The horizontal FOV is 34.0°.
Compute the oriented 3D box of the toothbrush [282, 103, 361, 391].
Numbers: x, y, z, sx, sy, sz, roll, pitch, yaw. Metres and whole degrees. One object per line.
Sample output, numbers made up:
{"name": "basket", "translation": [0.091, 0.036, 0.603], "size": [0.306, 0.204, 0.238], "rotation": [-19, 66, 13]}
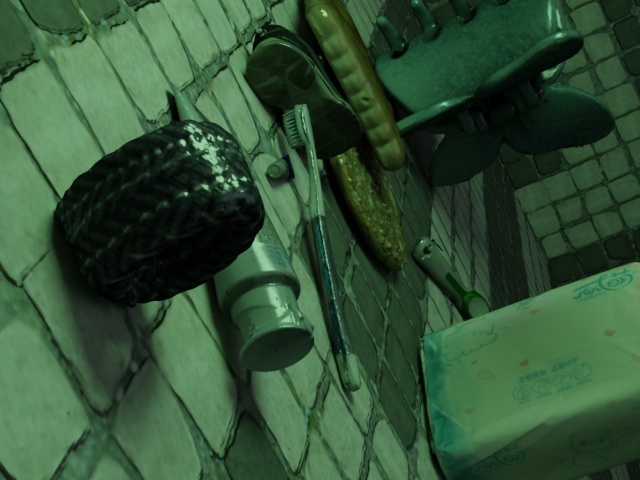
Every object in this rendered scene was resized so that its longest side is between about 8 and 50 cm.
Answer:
{"name": "toothbrush", "translation": [0.000, 0.000, 0.956], "size": [0.024, 0.026, 0.288], "rotation": [31, 43, -58]}

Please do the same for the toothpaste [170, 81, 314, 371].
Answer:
{"name": "toothpaste", "translation": [-0.060, -0.016, 0.754], "size": [0.089, 0.057, 0.234], "rotation": [49, 17, -52]}

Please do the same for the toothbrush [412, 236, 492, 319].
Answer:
{"name": "toothbrush", "translation": [0.222, 0.093, 1.530], "size": [0.040, 0.042, 0.418], "rotation": [29, -9, 35]}

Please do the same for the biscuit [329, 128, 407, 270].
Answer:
{"name": "biscuit", "translation": [0.052, -0.066, 1.218], "size": [0.219, 0.033, 0.219], "rotation": [59, 18, -32]}

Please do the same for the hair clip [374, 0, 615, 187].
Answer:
{"name": "hair clip", "translation": [0.250, -0.269, 1.636], "size": [0.392, 0.318, 0.238], "rotation": [30, 39, -62]}

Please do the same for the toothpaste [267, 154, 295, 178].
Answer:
{"name": "toothpaste", "translation": [-0.035, -0.068, 0.971], "size": [0.083, 0.015, 0.024], "rotation": [-31, 105, -79]}

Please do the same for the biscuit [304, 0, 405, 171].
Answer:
{"name": "biscuit", "translation": [0.040, -0.221, 1.299], "size": [0.217, 0.044, 0.325], "rotation": [63, 8, -19]}

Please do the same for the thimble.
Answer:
{"name": "thimble", "translation": [-0.081, -0.013, 0.571], "size": [0.066, 0.104, 0.095], "rotation": [64, 11, 18]}

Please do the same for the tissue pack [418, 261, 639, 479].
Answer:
{"name": "tissue pack", "translation": [0.250, 0.152, 1.118], "size": [0.201, 0.271, 0.124], "rotation": [-92, 156, -51]}

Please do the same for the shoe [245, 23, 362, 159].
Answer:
{"name": "shoe", "translation": [-0.018, -0.160, 1.057], "size": [0.169, 0.071, 0.099], "rotation": [48, 22, -41]}
